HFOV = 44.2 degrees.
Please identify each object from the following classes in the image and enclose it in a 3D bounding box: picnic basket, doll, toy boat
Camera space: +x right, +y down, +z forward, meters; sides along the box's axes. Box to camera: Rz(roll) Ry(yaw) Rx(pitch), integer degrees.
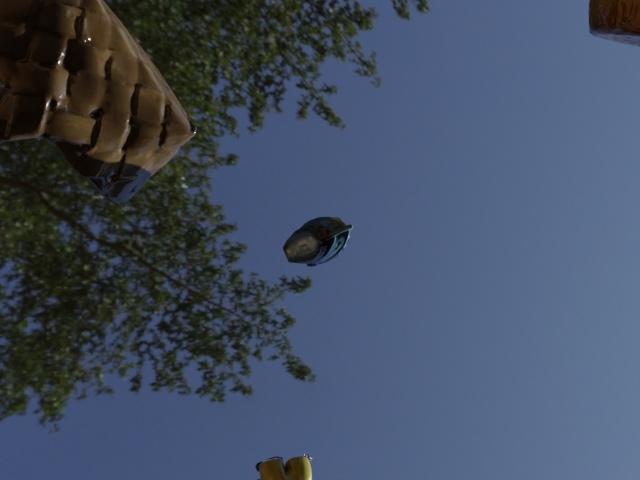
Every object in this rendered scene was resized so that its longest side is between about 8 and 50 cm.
[{"bbox_3d":[-0.357,-0.165,0.936,0.337,0.293,0.337,-5,-69,-15],"label":"picnic basket"},{"bbox_3d":[-0.039,0.437,1.148,0.135,0.143,0.221,115,-30,-44],"label":"doll"},{"bbox_3d":[0.000,0.000,1.045,0.061,0.137,0.060,-22,-94,-26],"label":"toy boat"}]

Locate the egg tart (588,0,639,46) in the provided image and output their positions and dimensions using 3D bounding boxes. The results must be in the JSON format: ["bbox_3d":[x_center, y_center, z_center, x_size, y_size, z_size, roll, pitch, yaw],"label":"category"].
[{"bbox_3d":[0.419,-0.318,0.940,0.215,0.215,0.170,14,-77,21],"label":"egg tart"}]
